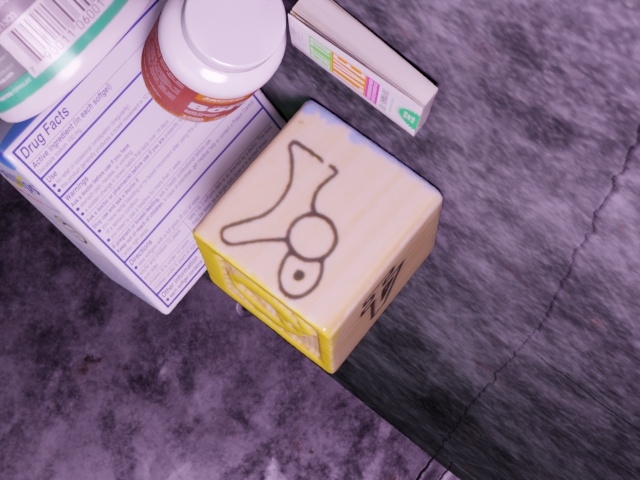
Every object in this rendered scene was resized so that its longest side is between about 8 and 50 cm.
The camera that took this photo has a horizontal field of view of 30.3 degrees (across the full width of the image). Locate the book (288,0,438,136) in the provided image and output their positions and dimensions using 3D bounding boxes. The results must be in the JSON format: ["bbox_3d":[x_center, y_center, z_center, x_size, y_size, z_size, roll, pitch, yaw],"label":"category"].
[{"bbox_3d":[0.038,-0.157,1.064,0.144,0.035,0.096,38,170,6],"label":"book"}]

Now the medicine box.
[{"bbox_3d":[-0.207,-0.114,1.357,0.149,0.263,0.289,23,158,51],"label":"medicine box"}]

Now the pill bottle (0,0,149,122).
[{"bbox_3d":[-0.344,-0.298,1.079,0.361,0.204,0.204,47,165,-24],"label":"pill bottle"}]

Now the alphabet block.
[{"bbox_3d":[0.000,0.000,1.304,0.192,0.197,0.193,37,167,15],"label":"alphabet block"}]

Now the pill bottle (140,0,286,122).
[{"bbox_3d":[-0.102,-0.188,1.139,0.121,0.121,0.216,42,167,-9],"label":"pill bottle"}]
